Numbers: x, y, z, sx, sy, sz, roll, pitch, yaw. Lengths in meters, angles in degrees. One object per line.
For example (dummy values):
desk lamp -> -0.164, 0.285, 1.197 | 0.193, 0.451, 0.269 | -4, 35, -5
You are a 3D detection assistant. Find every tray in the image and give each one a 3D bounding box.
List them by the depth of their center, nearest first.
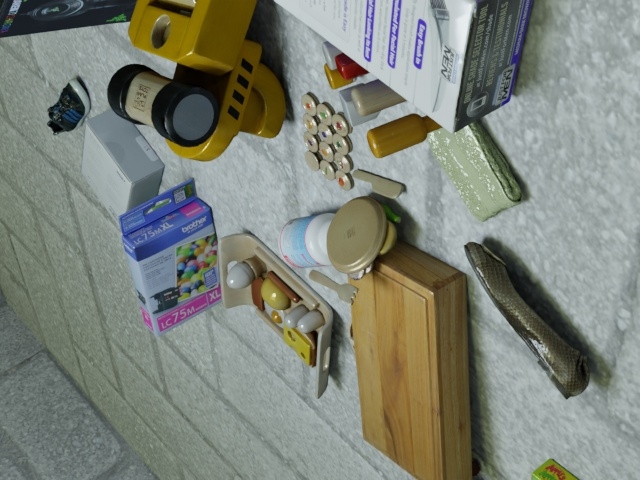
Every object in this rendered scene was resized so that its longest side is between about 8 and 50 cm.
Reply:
tray -> 0.141, 0.200, 1.673 | 0.203, 0.076, 0.410 | 30, 138, 44

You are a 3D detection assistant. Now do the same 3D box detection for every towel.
towel -> 0.196, -0.098, 1.357 | 0.148, 0.027, 0.110 | 58, 154, 1

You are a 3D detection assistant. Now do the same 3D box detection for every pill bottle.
pill bottle -> 0.000, 0.000, 1.728 | 0.160, 0.087, 0.087 | -7, 111, 62

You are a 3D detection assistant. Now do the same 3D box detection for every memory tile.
memory tile -> 0.010, -0.153, 1.635 | 0.113, 0.012, 0.148 | 38, 147, 36

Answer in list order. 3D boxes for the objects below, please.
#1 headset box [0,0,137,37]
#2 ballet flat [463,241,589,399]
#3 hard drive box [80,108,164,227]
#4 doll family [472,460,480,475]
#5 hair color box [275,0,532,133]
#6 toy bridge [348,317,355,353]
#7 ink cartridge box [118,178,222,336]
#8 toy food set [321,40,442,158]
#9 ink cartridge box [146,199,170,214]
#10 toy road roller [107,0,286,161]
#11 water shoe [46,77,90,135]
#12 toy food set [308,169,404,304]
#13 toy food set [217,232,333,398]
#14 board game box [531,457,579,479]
headset box -> -0.419, -0.456, 1.771 | 0.246, 0.283, 0.131 | -21, 83, 62
ballet flat -> 0.278, 0.097, 1.399 | 0.250, 0.058, 0.084 | 56, -171, 17
hard drive box -> -0.444, -0.157, 2.324 | 0.181, 0.089, 0.232 | 53, 153, 11
doll family -> 0.245, 0.445, 1.800 | 0.111, 0.076, 0.193 | 13, 134, 50
hair color box -> 0.086, -0.301, 1.244 | 0.339, 0.110, 0.185 | 44, 149, 31
toy bridge -> 0.077, 0.184, 1.858 | 0.063, 0.026, 0.188 | 32, 144, 46
ink cartridge box -> -0.304, 0.040, 2.181 | 0.065, 0.186, 0.311 | 37, 146, 41
toy food set -> 0.080, -0.212, 1.386 | 0.232, 0.105, 0.111 | -116, 7, -55
ink cartridge box -> -0.351, -0.013, 2.344 | 0.109, 0.062, 0.209 | 58, 154, 0
toy road roller -> -0.165, -0.287, 1.645 | 0.202, 0.241, 0.329 | 27, 102, 47
water shoe -> -0.590, -0.301, 2.432 | 0.073, 0.080, 0.203 | 54, 153, 9
toy food set -> 0.062, -0.005, 1.584 | 0.039, 0.192, 0.132 | 22, -176, -41
toy food set -> -0.091, 0.148, 2.035 | 0.306, 0.092, 0.219 | 42, 149, 30
board game box -> 0.366, 0.425, 1.596 | 0.092, 0.043, 0.181 | 36, 146, 37
